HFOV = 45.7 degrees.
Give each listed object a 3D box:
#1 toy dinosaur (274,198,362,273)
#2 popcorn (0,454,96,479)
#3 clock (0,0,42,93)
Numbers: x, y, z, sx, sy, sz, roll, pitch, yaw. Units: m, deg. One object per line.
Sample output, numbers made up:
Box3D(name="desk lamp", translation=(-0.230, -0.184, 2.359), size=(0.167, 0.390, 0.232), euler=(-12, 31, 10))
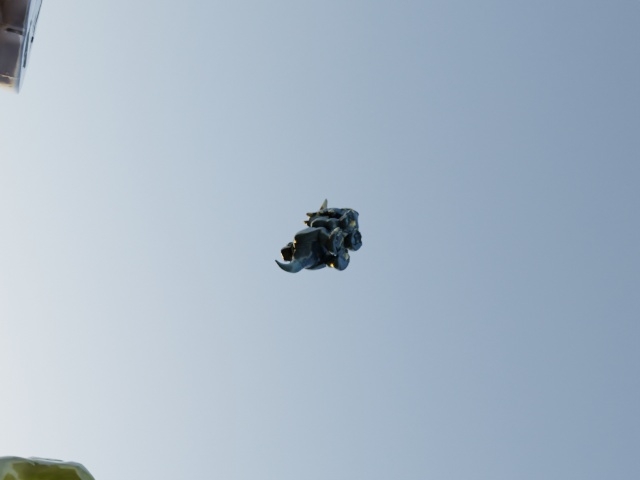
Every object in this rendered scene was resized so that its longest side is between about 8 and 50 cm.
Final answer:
Box3D(name="toy dinosaur", translation=(0.000, 0.000, 0.540), size=(0.047, 0.083, 0.030), euler=(-3, -61, 28))
Box3D(name="popcorn", translation=(-0.202, 0.234, 0.429), size=(0.181, 0.235, 0.216), euler=(36, -49, 5))
Box3D(name="clock", translation=(-0.414, -0.272, 0.770), size=(0.189, 0.254, 0.189), euler=(-45, -143, 49))
